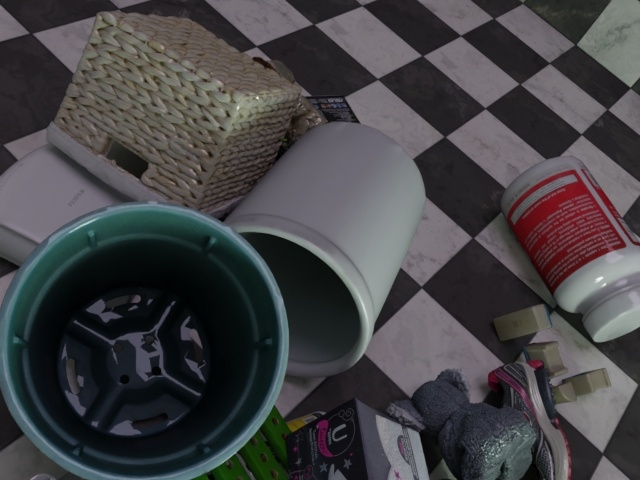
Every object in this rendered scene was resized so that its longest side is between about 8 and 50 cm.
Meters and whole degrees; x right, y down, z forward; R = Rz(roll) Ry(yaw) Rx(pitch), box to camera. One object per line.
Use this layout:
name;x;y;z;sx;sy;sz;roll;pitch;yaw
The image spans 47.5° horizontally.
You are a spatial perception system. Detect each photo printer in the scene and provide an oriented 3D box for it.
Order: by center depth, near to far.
photo printer;-0.427;-0.037;1.291;0.308;0.107;0.256;28;45;-3

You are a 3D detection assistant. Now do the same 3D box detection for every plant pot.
plant pot;-0.249;0.153;1.016;0.341;0.334;0.341;4;76;-16

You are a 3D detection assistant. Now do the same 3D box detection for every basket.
basket;-0.250;-0.233;1.353;0.328;0.266;0.331;33;21;9

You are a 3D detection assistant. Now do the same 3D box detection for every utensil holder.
utensil holder;0.000;0.000;1.334;0.328;0.327;0.385;33;44;1

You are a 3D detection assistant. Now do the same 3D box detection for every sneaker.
sneaker;0.400;0.377;1.384;0.112;0.120;0.299;-8;52;3

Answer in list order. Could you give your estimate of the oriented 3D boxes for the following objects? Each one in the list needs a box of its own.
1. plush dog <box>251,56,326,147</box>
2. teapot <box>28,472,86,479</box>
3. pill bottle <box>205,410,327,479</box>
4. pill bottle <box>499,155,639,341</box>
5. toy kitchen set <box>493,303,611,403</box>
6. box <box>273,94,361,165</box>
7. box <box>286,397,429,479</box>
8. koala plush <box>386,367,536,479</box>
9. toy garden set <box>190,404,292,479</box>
plush dog;-0.151;-0.269;1.554;0.211;0.225;0.262;24;29;-57
teapot;-0.244;0.390;0.929;0.256;0.187;0.252;-14;70;-57
pill bottle;-0.069;0.353;1.139;0.209;0.119;0.119;-11;59;-33
pill bottle;0.611;0.020;1.701;0.229;0.229;0.407;-4;55;-30
toy kitchen set;0.499;0.239;1.561;0.166;0.122;0.207;-9;78;-33
box;-0.019;-0.246;1.717;0.270;0.060;0.216;-10;59;-33
box;0.065;0.373;0.994;0.163;0.142;0.247;35;33;-36
koala plush;0.245;0.329;1.290;0.196;0.203;0.221;-24;46;-26
toy garden set;-0.083;0.358;0.979;0.203;0.049;0.244;57;25;3
